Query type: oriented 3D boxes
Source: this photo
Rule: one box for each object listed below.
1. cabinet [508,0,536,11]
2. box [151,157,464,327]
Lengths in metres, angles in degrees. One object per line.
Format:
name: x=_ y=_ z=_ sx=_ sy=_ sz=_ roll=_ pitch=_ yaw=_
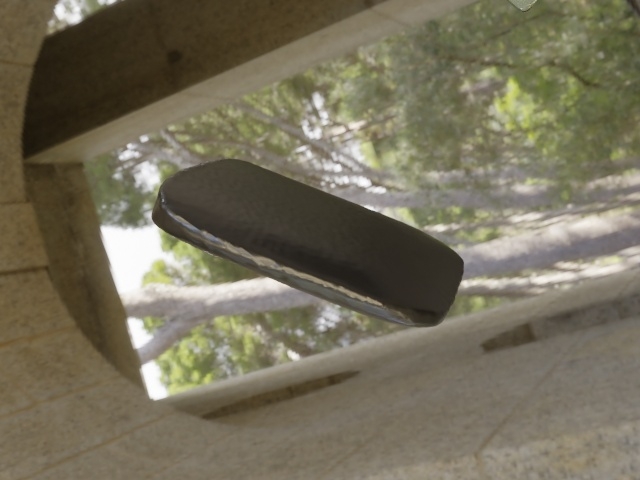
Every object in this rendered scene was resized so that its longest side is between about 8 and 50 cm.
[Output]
cabinet: x=0.140 y=-0.291 z=0.687 sx=0.145 sy=0.150 sz=0.206 roll=36 pitch=-152 yaw=-10
box: x=0.000 y=0.000 z=0.635 sx=0.212 sy=0.201 sz=0.042 roll=-50 pitch=-17 yaw=-74
